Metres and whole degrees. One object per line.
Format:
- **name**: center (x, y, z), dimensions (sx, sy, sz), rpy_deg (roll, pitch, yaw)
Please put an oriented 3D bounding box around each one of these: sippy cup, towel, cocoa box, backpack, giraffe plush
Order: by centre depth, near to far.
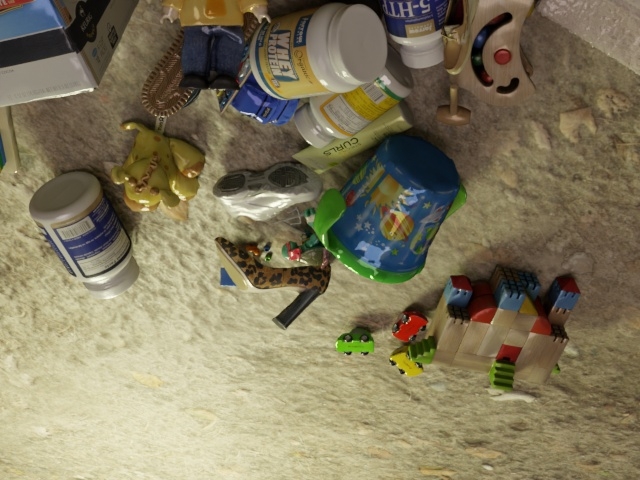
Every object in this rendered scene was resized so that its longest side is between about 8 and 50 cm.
- **cocoa box**: center (-0.437, -0.389, 1.112), dimensions (0.232, 0.347, 0.227), rpy_deg (-8, 132, 10)
- **towel**: center (0.518, -0.390, 1.235), dimensions (0.282, 0.049, 0.187), rpy_deg (23, 130, -16)
- **backpack**: center (-0.100, -0.263, 1.375), dimensions (0.120, 0.101, 0.098), rpy_deg (22, 138, -19)
- **sippy cup**: center (0.145, -0.074, 1.436), dimensions (0.240, 0.305, 0.224), rpy_deg (33, 130, 2)
- **giraffe plush**: center (-0.329, -0.126, 1.473), dimensions (0.182, 0.170, 0.210), rpy_deg (3, 133, 3)

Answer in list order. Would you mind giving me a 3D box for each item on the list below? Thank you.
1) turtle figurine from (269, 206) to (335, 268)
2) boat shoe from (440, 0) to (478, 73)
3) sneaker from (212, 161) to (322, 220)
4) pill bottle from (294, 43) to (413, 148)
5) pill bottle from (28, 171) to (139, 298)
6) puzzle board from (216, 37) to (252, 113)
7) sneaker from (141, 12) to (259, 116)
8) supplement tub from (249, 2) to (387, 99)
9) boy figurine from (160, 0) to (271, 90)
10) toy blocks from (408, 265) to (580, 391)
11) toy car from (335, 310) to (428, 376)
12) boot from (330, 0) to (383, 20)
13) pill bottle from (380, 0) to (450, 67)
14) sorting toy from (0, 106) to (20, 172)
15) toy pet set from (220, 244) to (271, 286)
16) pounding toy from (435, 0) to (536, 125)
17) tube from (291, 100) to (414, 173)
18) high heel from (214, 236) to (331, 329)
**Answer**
- **turtle figurine**: center (0.000, 0.000, 1.585), dimensions (0.234, 0.118, 0.175), rpy_deg (-3, 169, -15)
- **boat shoe**: center (0.214, -0.335, 1.192), dimensions (0.045, 0.135, 0.050), rpy_deg (2, -172, -44)
- **sneaker**: center (-0.099, -0.092, 1.556), dimensions (0.232, 0.090, 0.115), rpy_deg (-2, 140, 19)
- **pill bottle**: center (0.055, -0.257, 1.353), dimensions (0.208, 0.117, 0.118), rpy_deg (-34, 122, 30)
- **pill bottle**: center (-0.499, -0.005, 1.615), dimensions (0.153, 0.153, 0.264), rpy_deg (-7, 132, 11)
- **puzzle board**: center (-0.157, -0.305, 1.342), dimensions (0.011, 0.096, 0.128), rpy_deg (12, 137, -35)
- **sneaker**: center (-0.209, -0.338, 1.323), dimensions (0.099, 0.153, 0.282), rpy_deg (41, 93, -12)
- **supplement tub**: center (-0.004, -0.313, 1.241), dimensions (0.200, 0.144, 0.144), rpy_deg (3, 142, 44)
- **boy figurine**: center (-0.165, -0.383, 1.198), dimensions (0.178, 0.092, 0.285), rpy_deg (4, 102, -6)
- **toy blocks**: center (0.421, 0.181, 1.720), dimensions (0.382, 0.190, 0.260), rpy_deg (11, 122, -7)
- **toy car**: center (0.151, 0.249, 1.869), dimensions (0.225, 0.053, 0.239), rpy_deg (1, 133, 5)
- **boot**: center (0.025, -0.413, 1.215), dimensions (0.082, 0.106, 0.219), rpy_deg (-29, 124, 28)
- **pill bottle**: center (0.158, -0.385, 1.227), dimensions (0.112, 0.112, 0.186), rpy_deg (-9, 132, 13)
- **sorting toy**: center (-0.747, -0.234, 1.464), dimensions (0.256, 0.089, 0.257), rpy_deg (8, 134, -2)
- **toy pet set**: center (-0.171, 0.076, 1.724), dimensions (0.114, 0.065, 0.122), rpy_deg (1, 133, 4)
- **pounding toy**: center (0.300, -0.296, 1.268), dimensions (0.154, 0.154, 0.269), rpy_deg (11, 133, 0)
- **tube**: center (0.066, -0.195, 1.453), dimensions (0.240, 0.062, 0.070), rpy_deg (-24, 107, 28)
- **high heel**: center (-0.103, 0.048, 1.683), dimensions (0.261, 0.186, 0.093), rpy_deg (49, 157, -11)
